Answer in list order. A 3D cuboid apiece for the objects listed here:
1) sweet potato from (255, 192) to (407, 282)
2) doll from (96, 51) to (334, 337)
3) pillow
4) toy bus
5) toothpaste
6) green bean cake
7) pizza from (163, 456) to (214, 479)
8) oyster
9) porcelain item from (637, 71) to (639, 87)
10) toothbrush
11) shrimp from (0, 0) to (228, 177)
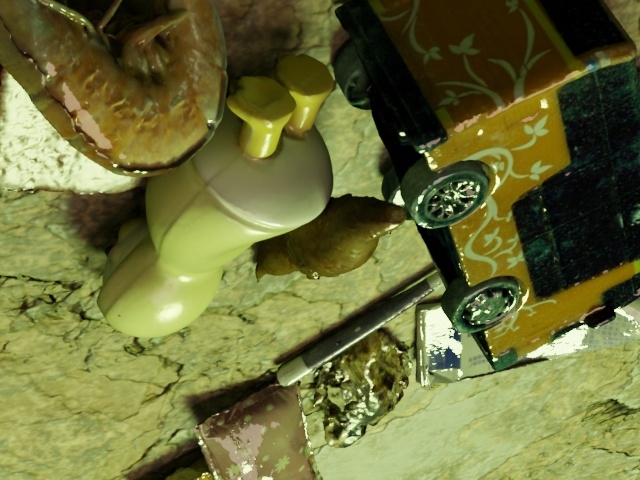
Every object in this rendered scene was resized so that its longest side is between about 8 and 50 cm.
[{"bbox_3d":[0.000,0.000,1.227,0.067,0.067,0.274,-10,176,-20],"label":"sweet potato"},{"bbox_3d":[-0.091,-0.019,1.185,0.296,0.117,0.141,-40,-177,40],"label":"doll"},{"bbox_3d":[-0.050,0.217,1.524,0.118,0.043,0.185,-27,129,-15],"label":"pillow"},{"bbox_3d":[0.145,-0.060,1.221,0.194,0.162,0.323,-27,143,-1],"label":"toy bus"},{"bbox_3d":[0.227,0.075,1.537,0.282,0.068,0.099,-10,104,-7],"label":"toothpaste"},{"bbox_3d":[-0.167,-0.093,1.082,0.136,0.056,0.135,0,136,-30],"label":"green bean cake"},{"bbox_3d":[-0.122,0.243,1.570,0.160,0.035,0.099,-30,145,8],"label":"pizza"},{"bbox_3d":[0.044,0.138,1.518,0.103,0.051,0.148,-26,136,-10],"label":"oyster"},{"bbox_3d":[0.262,-0.122,1.317,0.083,0.036,0.028,1,107,-39],"label":"porcelain item"},{"bbox_3d":[0.081,0.051,1.448,0.288,0.024,0.026,-33,158,11],"label":"toothbrush"},{"bbox_3d":[-0.151,-0.147,0.991,0.251,0.052,0.143,46,63,-31],"label":"shrimp"}]
